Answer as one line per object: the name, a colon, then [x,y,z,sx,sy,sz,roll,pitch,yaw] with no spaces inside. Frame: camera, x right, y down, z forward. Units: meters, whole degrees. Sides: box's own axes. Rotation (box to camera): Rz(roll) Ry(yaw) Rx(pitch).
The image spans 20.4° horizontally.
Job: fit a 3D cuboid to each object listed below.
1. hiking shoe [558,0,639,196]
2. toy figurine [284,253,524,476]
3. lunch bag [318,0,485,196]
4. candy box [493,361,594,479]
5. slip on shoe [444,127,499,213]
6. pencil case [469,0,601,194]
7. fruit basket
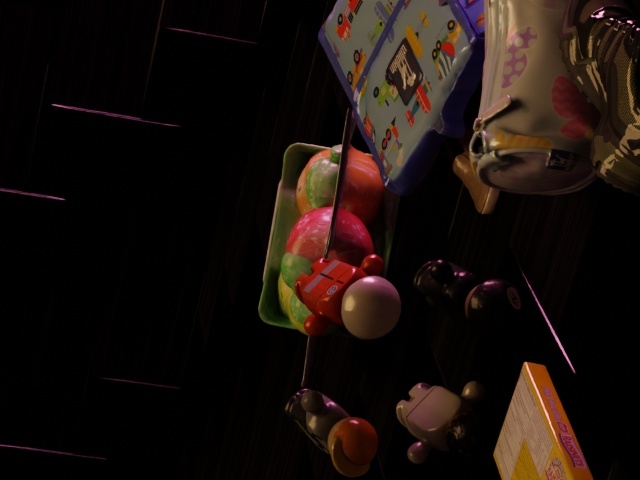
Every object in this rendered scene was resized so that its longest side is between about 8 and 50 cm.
hiking shoe: [0.261,-0.144,1.421,0.114,0.086,0.227,-51,35,41]
toy figurine: [0.081,0.120,1.731,0.148,0.213,0.210,22,107,61]
lunch bag: [0.119,-0.205,1.942,0.293,0.138,0.221,-102,33,-45]
candy box: [0.195,0.205,1.553,0.206,0.027,0.105,-104,28,-61]
slip on shoe: [0.160,-0.075,1.886,0.135,0.041,0.051,-96,19,-50]
pencil case: [0.196,-0.176,1.600,0.113,0.124,0.273,128,149,-67]
fruit basket: [0.000,0.000,2.182,0.353,0.165,0.327,-17,-63,-82]
